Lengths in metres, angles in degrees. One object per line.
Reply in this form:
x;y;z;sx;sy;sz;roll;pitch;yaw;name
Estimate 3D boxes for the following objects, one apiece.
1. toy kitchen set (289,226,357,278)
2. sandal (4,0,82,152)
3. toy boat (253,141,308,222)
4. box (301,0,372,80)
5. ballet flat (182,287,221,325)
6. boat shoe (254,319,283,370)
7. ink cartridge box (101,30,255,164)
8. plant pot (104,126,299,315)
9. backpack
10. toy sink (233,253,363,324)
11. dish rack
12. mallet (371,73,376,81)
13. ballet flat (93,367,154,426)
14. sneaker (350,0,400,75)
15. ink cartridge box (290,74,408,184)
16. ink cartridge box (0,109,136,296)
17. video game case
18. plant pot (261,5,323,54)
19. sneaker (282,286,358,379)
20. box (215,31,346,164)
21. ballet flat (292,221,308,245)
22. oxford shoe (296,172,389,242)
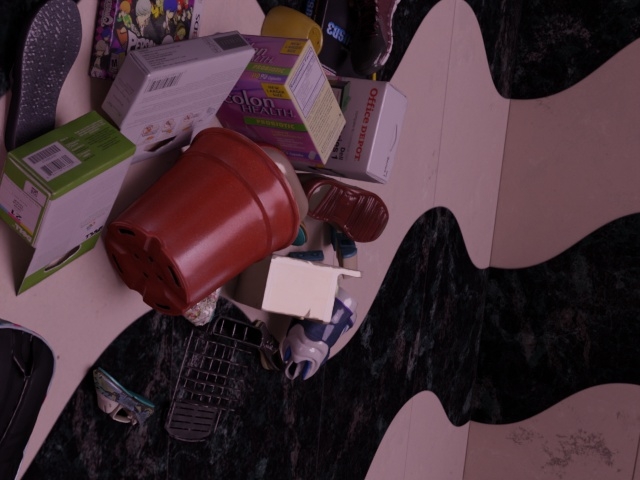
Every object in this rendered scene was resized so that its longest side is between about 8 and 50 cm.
0.000;0.000;2.209;0.207;0.166;0.122;-105;-168;-65;toy kitchen set
-0.431;-0.246;1.338;0.097;0.054;0.254;6;104;-55;sandal
-0.130;-0.113;1.839;0.151;0.151;0.231;-36;141;-10;toy boat
0.050;-0.492;2.102;0.295;0.073;0.293;14;87;-62;box
-0.229;0.052;1.790;0.077;0.091;0.241;21;76;-35;ballet flat
-0.119;0.247;2.093;0.056;0.049;0.152;-57;146;-36;boat shoe
-0.265;-0.244;1.554;0.275;0.060;0.239;-28;163;-50;ink cartridge box
-0.223;-0.021;1.599;0.265;0.272;0.272;-43;137;-36;plant pot
-0.497;0.221;1.235;0.253;0.191;0.225;-65;153;-9;backpack
-0.048;0.106;1.953;0.234;0.153;0.131;11;89;-29;toy sink
-0.230;0.295;1.884;0.208;0.074;0.271;30;74;-60;dish rack
0.136;-0.383;2.205;0.190;0.039;0.062;84;30;-44;mallet
-0.371;0.297;1.639;0.188;0.070;0.070;53;54;-51;ballet flat
0.096;-0.524;2.014;0.162;0.106;0.281;42;53;-50;sneaker
0.025;-0.247;1.925;0.117;0.278;0.201;19;83;-62;ink cartridge box
-0.416;-0.055;1.400;0.189;0.097;0.255;-42;169;-49;ink cartridge box
-0.293;-0.367;1.539;0.232;0.042;0.210;1;101;-62;video game case
-0.052;-0.432;1.906;0.134;0.095;0.134;-30;126;-54;plant pot
-0.020;0.234;2.180;0.236;0.130;0.323;-52;175;-12;sneaker
-0.096;-0.278;1.757;0.117;0.213;0.243;-64;149;-25;box
-0.083;-0.062;2.017;0.232;0.080;0.073;49;44;-58;ballet flat
0.040;-0.092;2.101;0.348;0.130;0.123;28;93;-52;oxford shoe
